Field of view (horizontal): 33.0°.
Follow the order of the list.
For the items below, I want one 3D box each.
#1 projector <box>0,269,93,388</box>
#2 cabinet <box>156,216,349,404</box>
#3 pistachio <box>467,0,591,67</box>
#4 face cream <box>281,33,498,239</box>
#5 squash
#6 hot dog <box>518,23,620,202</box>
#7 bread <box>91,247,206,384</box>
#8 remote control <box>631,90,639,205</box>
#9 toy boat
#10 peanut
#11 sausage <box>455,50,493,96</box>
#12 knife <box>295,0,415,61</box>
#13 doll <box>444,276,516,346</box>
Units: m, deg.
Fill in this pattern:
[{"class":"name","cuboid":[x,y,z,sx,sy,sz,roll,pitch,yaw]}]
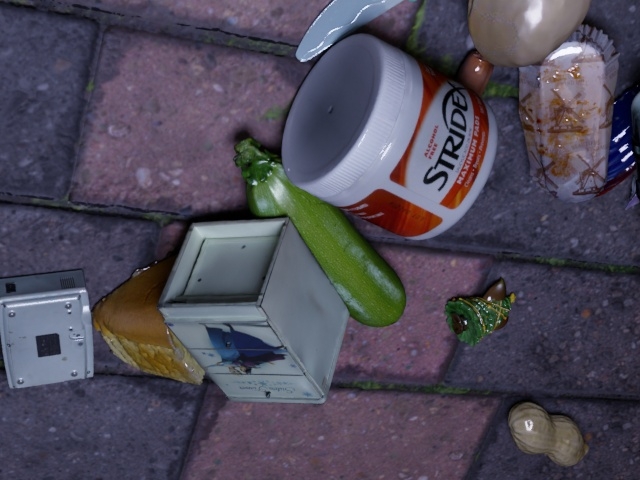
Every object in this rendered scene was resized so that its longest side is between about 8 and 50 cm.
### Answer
[{"class":"projector","cuboid":[-0.353,0.117,1.393,0.115,0.061,0.147,-7,125,-17]},{"class":"cabinet","cuboid":[-0.079,0.092,1.364,0.145,0.150,0.206,-2,141,27]},{"class":"pistachio","cuboid":[0.260,-0.308,1.288,0.152,0.126,0.223,15,114,-28]},{"class":"face cream","cuboid":[0.083,-0.121,1.302,0.187,0.201,0.201,24,111,-30]},{"class":"squash","cuboid":[0.000,0.000,1.417,0.101,0.101,0.378,-37,130,6]},{"class":"hot dog","cuboid":[0.328,-0.159,1.423,0.131,0.069,0.252,-3,118,11]},{"class":"bread","cuboid":[-0.197,0.091,1.436,0.160,0.169,0.140,-56,135,-31]},{"class":"remote control","cuboid":[0.483,-0.119,1.447,0.140,0.056,0.296,-33,139,-6]},{"class":"toy boat","cuboid":[0.515,-0.130,1.536,0.318,0.072,0.219,8,122,-28]},{"class":"peanut","cuboid":[0.374,0.321,1.773,0.187,0.082,0.082,25,111,-32]},{"class":"sausage","cuboid":[0.181,-0.161,1.405,0.040,0.047,0.176,8,117,-21]},{"class":"knife","cuboid":[0.079,-0.295,1.295,0.260,0.034,0.063,-27,128,3]},{"class":"doll","cuboid":[0.249,0.109,1.589,0.113,0.076,0.078,-15,117,-11]}]
